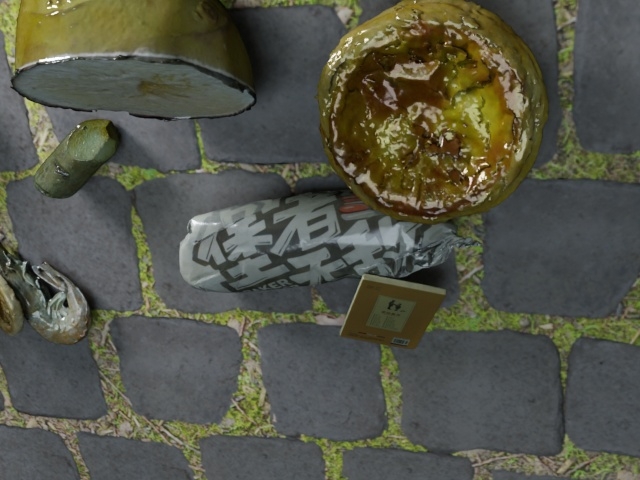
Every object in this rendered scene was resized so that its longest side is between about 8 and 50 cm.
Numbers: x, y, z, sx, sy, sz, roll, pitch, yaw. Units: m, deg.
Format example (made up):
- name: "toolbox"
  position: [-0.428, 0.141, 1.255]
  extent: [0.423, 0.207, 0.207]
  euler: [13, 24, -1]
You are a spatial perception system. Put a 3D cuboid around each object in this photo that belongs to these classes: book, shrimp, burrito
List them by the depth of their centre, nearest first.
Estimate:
- name: "burrito"
  position: [0.000, 0.000, 1.227]
  extent: [0.445, 0.101, 0.139]
  euler: [-6, 118, 21]
- name: "book"
  position: [0.100, 0.105, 1.253]
  extent: [0.118, 0.012, 0.172]
  euler: [11, 146, -5]
- name: "shrimp"
  position: [-0.458, 0.077, 1.442]
  extent: [0.126, 0.047, 0.223]
  euler: [-26, 107, 25]

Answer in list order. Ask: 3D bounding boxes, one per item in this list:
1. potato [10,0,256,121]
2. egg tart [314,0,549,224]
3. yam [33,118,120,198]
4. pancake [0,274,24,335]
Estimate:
- name: "potato"
  position: [-0.222, -0.269, 1.091]
  extent: [0.300, 0.246, 0.196]
  euler: [5, 83, -14]
- name: "egg tart"
  position: [0.136, -0.162, 1.087]
  extent: [0.290, 0.115, 0.290]
  euler: [7, 118, 14]
- name: "yam"
  position: [-0.358, -0.119, 1.288]
  extent: [0.070, 0.070, 0.146]
  euler: [46, 122, -11]
- name: "pancake"
  position: [-0.534, 0.097, 1.457]
  extent: [0.139, 0.022, 0.139]
  euler: [32, 138, 34]
